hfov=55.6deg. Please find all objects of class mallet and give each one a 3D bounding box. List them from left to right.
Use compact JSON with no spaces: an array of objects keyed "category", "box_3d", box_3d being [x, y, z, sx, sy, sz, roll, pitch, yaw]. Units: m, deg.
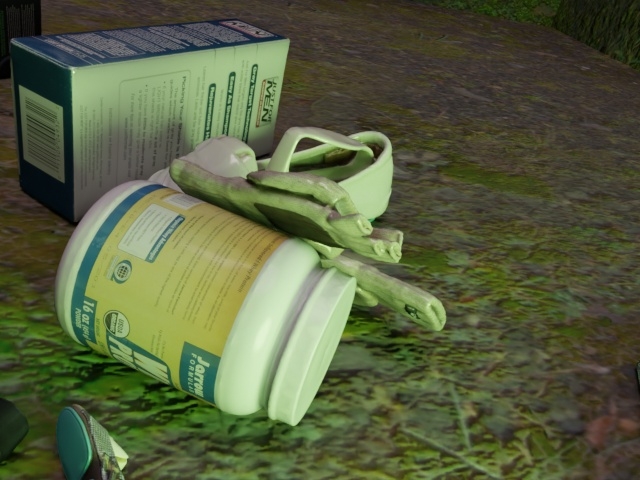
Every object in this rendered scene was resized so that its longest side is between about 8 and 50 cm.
[{"category":"mallet","box_3d":[-0.288,0.107,0.416,0.190,0.039,0.062,22,31,19]}]

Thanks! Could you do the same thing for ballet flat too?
[{"category":"ballet flat","box_3d":[-0.143,0.156,0.399,0.041,0.041,0.114,-7,38,-32]},{"category":"ballet flat","box_3d":[-0.068,-0.065,0.687,0.400,0.139,0.139,-15,42,-38]}]

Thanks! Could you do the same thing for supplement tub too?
[{"category":"supplement tub","box_3d":[-0.086,0.048,0.483,0.200,0.144,0.144,21,32,12]}]

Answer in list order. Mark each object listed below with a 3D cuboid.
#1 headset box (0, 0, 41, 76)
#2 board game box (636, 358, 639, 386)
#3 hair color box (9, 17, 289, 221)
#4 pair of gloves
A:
[{"category":"headset box","box_3d":[-0.606,-0.328,0.882,0.246,0.131,0.283,29,34,21]},{"category":"board game box","box_3d":[0.433,0.234,0.477,0.318,0.065,0.318,21,32,11]},{"category":"hair color box","box_3d":[-0.192,-0.167,0.756,0.105,0.173,0.347,28,33,24]},{"category":"pair of gloves","box_3d":[0.000,0.000,0.546,0.204,0.042,0.240,16,-18,35]}]
